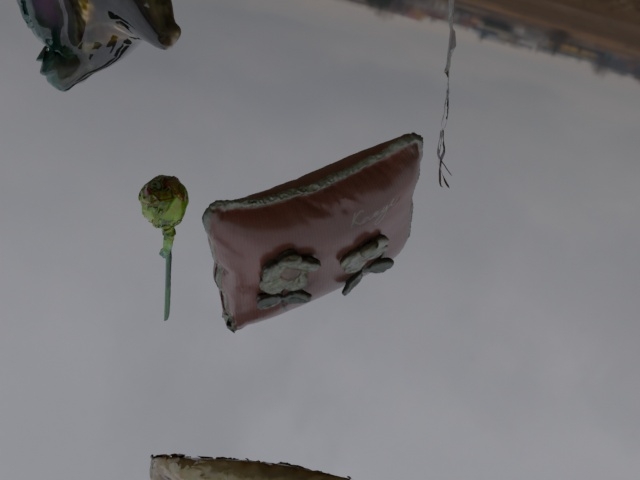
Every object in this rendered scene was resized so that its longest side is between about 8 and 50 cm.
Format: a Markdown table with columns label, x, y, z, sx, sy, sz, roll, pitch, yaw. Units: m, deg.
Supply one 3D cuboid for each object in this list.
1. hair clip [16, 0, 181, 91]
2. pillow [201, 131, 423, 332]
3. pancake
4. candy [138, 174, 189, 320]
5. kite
| label | x | y | z | sx | sy | sz | roll | pitch | yaw |
| --- | --- | --- | --- | --- | --- | --- | --- | --- | --- |
| hair clip | -0.138 | -0.258 | 0.533 | 0.110 | 0.358 | 0.095 | -17 | -159 | -12 |
| pillow | 0.000 | 0.000 | 0.825 | 0.179 | 0.171 | 0.075 | -24 | -119 | -13 |
| pancake | -0.018 | 0.282 | 1.057 | 0.356 | 0.065 | 0.356 | 17 | 155 | 8 |
| candy | -0.114 | 0.008 | 0.768 | 0.035 | 0.123 | 0.035 | -17 | -143 | -29 |
| kite | 0.122 | -0.165 | 0.988 | 0.016 | 0.229 | 0.127 | 3 | 175 | 6 |
